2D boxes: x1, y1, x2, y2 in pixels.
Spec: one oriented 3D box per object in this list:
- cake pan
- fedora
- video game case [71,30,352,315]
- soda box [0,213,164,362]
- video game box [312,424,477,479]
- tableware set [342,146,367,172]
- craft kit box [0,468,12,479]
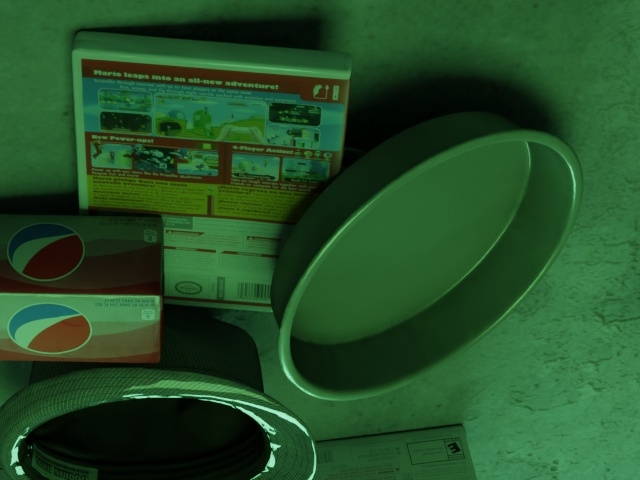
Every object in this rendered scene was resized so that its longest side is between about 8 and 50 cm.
[{"bbox_3d":[0.079,0.009,1.548,0.293,0.054,0.293,-26,146,-19],"label":"cake pan"},{"bbox_3d":[-0.141,0.136,1.638,0.275,0.124,0.243,-7,144,6],"label":"fedora"},{"bbox_3d":[-0.087,-0.044,1.491,0.204,0.025,0.285,5,140,-1],"label":"video game case"},{"bbox_3d":[-0.254,0.037,1.500,0.263,0.083,0.092,1,140,-5],"label":"soda box"},{"bbox_3d":[0.058,0.274,1.822,0.205,0.187,0.048,-6,140,-9],"label":"video game box"},{"bbox_3d":[0.000,0.000,1.593,0.128,0.039,0.194,0,139,-16],"label":"tableware set"},{"bbox_3d":[-0.226,0.299,1.875,0.247,0.061,0.250,-6,140,-6],"label":"craft kit box"}]
